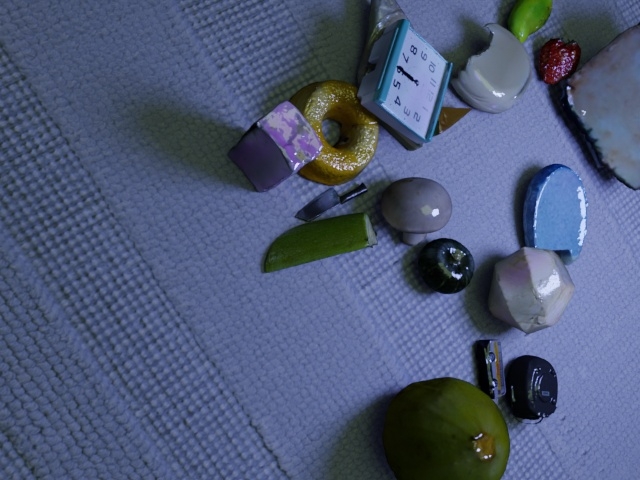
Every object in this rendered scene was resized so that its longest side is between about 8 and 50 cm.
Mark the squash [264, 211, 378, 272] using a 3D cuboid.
[{"bbox_3d":[0.000,0.000,1.588,0.288,0.203,0.111,-15,89,12],"label":"squash"}]

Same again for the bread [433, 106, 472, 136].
[{"bbox_3d":[0.395,-0.357,1.769,0.139,0.074,0.084,-5,85,-24],"label":"bread"}]

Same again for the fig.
[{"bbox_3d":[0.334,0.514,1.489,0.343,0.343,0.343,3,82,-21],"label":"fig"}]

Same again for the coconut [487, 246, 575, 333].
[{"bbox_3d":[0.610,0.150,1.712,0.259,0.259,0.259,3,82,-21],"label":"coconut"}]

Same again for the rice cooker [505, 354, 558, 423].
[{"bbox_3d":[0.634,0.446,1.737,0.142,0.118,0.203,11,76,-21],"label":"rice cooker"}]

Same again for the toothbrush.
[{"bbox_3d":[0.904,-0.408,2.005,0.030,0.025,0.342,-25,92,-25],"label":"toothbrush"}]

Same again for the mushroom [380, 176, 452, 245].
[{"bbox_3d":[0.269,-0.075,1.640,0.204,0.204,0.204,3,82,-21],"label":"mushroom"}]

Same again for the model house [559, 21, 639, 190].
[{"bbox_3d":[1.096,-0.470,1.931,0.445,0.395,0.400,50,45,9],"label":"model house"}]

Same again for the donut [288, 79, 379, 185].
[{"bbox_3d":[0.038,-0.308,1.601,0.303,0.110,0.303,3,83,-22],"label":"donut"}]

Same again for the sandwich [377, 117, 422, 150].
[{"bbox_3d":[0.219,-0.334,1.690,0.163,0.079,0.113,5,80,-22],"label":"sandwich"}]

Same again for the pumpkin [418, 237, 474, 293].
[{"bbox_3d":[0.363,0.073,1.674,0.167,0.125,0.167,0,88,-12],"label":"pumpkin"}]

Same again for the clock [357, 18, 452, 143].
[{"bbox_3d":[0.232,-0.430,1.601,0.231,0.116,0.262,28,73,-34],"label":"clock"}]

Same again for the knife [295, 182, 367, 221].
[{"bbox_3d":[0.027,-0.112,1.621,0.230,0.028,0.060,-29,82,-19],"label":"knife"}]

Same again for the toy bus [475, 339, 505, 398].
[{"bbox_3d":[0.510,0.381,1.731,0.072,0.057,0.172,-1,84,-31],"label":"toy bus"}]

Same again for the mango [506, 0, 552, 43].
[{"bbox_3d":[0.692,-0.743,1.917,0.125,0.111,0.233,30,75,-11],"label":"mango"}]

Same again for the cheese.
[{"bbox_3d":[0.539,-0.536,1.820,0.233,0.127,0.266,43,69,-12],"label":"cheese"}]

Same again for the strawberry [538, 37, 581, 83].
[{"bbox_3d":[0.799,-0.600,1.940,0.131,0.131,0.148,-3,109,-22],"label":"strawberry"}]

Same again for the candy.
[{"bbox_3d":[-0.119,-0.221,1.443,0.116,0.265,0.155,-44,100,-24],"label":"candy"}]

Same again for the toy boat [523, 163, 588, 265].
[{"bbox_3d":[0.740,-0.081,1.869,0.215,0.123,0.330,-4,96,-14],"label":"toy boat"}]

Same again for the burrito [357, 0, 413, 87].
[{"bbox_3d":[0.196,-0.570,1.702,0.175,0.107,0.348,10,81,-36],"label":"burrito"}]
